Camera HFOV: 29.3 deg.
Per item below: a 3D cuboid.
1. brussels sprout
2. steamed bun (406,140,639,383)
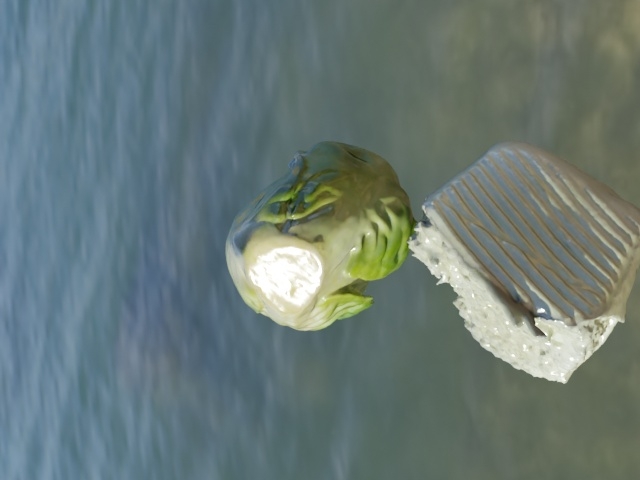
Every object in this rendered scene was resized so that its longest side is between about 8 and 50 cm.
[{"bbox_3d":[-0.001,-0.003,1.697,0.227,0.294,0.259,37,120,5],"label":"brussels sprout"},{"bbox_3d":[0.272,0.037,1.639,0.290,0.273,0.272,42,156,13],"label":"steamed bun"}]
